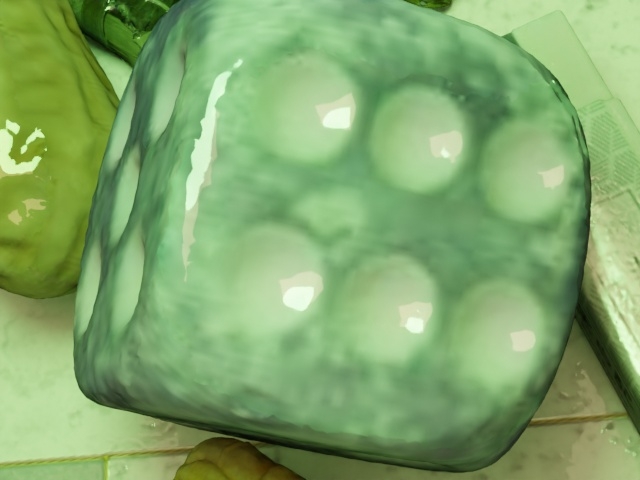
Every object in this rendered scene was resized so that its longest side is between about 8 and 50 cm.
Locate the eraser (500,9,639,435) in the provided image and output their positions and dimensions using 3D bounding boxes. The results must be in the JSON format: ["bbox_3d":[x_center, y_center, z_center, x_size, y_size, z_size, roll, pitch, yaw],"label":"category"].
[{"bbox_3d":[0.226,0.028,1.053,0.096,0.098,0.404,-26,68,-1],"label":"eraser"}]

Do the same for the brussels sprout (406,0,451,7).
[{"bbox_3d":[0.080,-0.226,1.196,0.085,0.058,0.085,13,55,-19],"label":"brussels sprout"}]

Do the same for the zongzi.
[{"bbox_3d":[-0.151,-0.209,1.231,0.109,0.055,0.119,32,66,20],"label":"zongzi"}]

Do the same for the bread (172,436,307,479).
[{"bbox_3d":[-0.019,0.239,0.963,0.236,0.198,0.120,40,65,20],"label":"bread"}]

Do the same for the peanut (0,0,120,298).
[{"bbox_3d":[-0.267,-0.117,1.154,0.192,0.169,0.387,-46,58,30],"label":"peanut"}]

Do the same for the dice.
[{"bbox_3d":[0.000,0.000,0.963,0.270,0.271,0.270,14,80,-19],"label":"dice"}]
